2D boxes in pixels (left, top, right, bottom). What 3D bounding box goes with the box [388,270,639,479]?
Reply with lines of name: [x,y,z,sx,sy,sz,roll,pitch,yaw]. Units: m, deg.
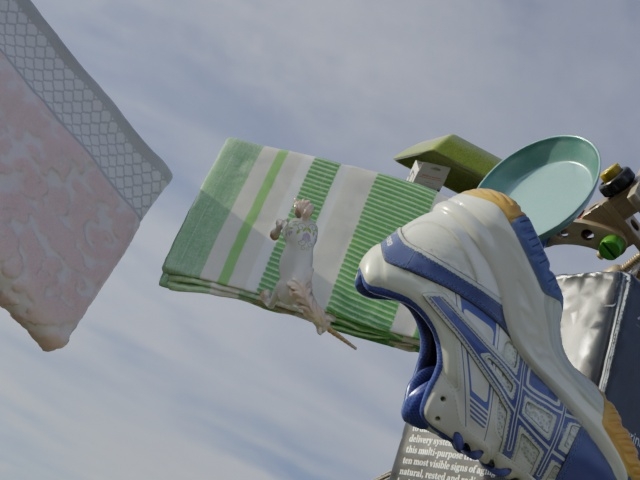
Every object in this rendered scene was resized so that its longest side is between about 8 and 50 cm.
box: [0.343,0.352,1.265,0.480,0.471,0.297,33,-23,-33]

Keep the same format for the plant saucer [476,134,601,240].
plant saucer: [0.177,-0.036,0.833,0.119,0.119,0.021,-7,-45,43]

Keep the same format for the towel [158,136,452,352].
towel: [0.000,0.000,1.217,0.325,0.248,0.038,14,-39,10]

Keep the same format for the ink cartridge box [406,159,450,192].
ink cartridge box: [0.161,-0.092,1.561,0.048,0.028,0.083,11,-50,-16]

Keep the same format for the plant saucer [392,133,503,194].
plant saucer: [0.227,-0.110,1.579,0.188,0.045,0.188,25,-6,-13]

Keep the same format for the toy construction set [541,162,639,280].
toy construction set: [0.507,0.001,1.625,0.309,0.257,0.237,-2,-35,-49]

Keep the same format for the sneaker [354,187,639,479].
sneaker: [0.124,0.118,0.702,0.112,0.131,0.296,115,-50,-81]

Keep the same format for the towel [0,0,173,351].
towel: [-0.325,-0.096,1.124,0.053,0.317,0.332,-20,-62,33]

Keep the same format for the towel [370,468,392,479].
towel: [0.150,0.501,1.672,0.282,0.187,0.049,70,-14,-17]

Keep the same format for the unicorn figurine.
unicorn figurine: [-0.022,0.035,1.038,0.060,0.162,0.111,-7,-2,-22]
